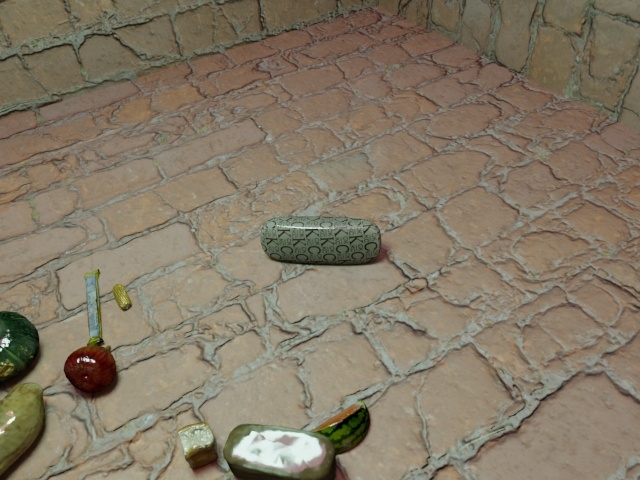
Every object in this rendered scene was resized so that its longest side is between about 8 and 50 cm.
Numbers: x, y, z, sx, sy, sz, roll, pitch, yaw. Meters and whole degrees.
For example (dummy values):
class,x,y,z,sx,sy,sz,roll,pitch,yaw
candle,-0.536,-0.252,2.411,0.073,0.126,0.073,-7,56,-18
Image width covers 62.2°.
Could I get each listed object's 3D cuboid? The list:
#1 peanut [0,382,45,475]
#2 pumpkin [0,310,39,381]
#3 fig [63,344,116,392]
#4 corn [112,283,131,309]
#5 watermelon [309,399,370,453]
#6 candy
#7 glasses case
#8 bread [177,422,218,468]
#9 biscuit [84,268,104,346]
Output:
class,x,y,z,sx,sy,sz,roll,pitch,yaw
peanut,-0.714,0.431,1.175,0.137,0.122,0.253,34,52,11
pumpkin,-0.813,0.270,1.337,0.190,0.146,0.191,-3,66,7
fig,-0.547,0.302,1.312,0.119,0.119,0.153,16,33,20
corn,-0.566,0.159,1.510,0.037,0.037,0.092,-27,50,-22
watermelon,0.049,0.408,1.171,0.163,0.069,0.087,-25,48,-23
candy,-0.084,0.453,1.110,0.233,0.104,0.102,8,47,12
glasses case,0.000,0.000,1.552,0.354,0.137,0.085,2,37,7
bread,-0.266,0.442,1.155,0.070,0.083,0.077,-18,45,-19
biscuit,-0.643,0.184,1.497,0.048,0.026,0.292,-19,45,-9
